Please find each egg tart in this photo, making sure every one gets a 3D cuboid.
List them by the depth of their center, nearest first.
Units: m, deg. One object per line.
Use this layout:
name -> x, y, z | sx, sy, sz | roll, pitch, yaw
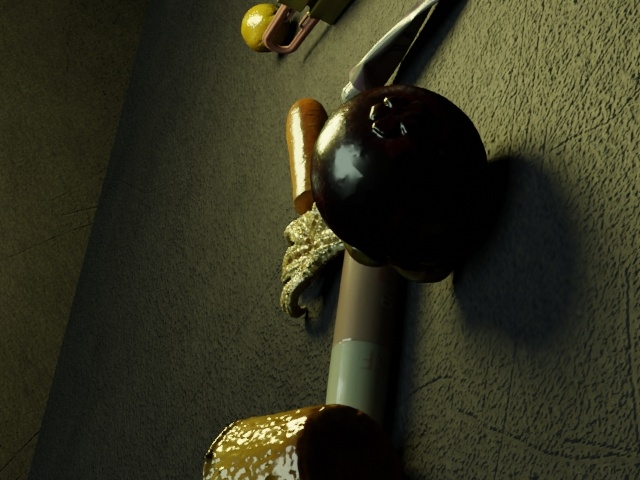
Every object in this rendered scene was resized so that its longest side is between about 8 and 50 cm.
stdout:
egg tart -> -0.011, 0.260, 1.456 | 0.147, 0.202, 0.202 | -36, 39, 44

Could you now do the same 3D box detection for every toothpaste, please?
toothpaste -> 0.120, -0.281, 1.795 | 0.301, 0.048, 0.075 | -47, 2, 38

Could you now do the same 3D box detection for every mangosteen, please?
mangosteen -> 0.084, -0.068, 1.492 | 0.210, 0.210, 0.210 | -54, 26, 42

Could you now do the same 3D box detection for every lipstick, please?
lipstick -> 0.052, 0.101, 1.598 | 0.070, 0.070, 0.254 | -42, 35, 56

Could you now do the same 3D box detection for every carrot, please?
carrot -> -0.015, -0.129, 2.005 | 0.067, 0.067, 0.225 | -56, 27, 39

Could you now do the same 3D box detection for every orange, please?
orange -> -0.095, -0.375, 2.417 | 0.095, 0.085, 0.085 | -36, 40, 48

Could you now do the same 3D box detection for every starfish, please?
starfish -> -0.002, 0.000, 1.856 | 0.238, 0.071, 0.216 | -1, 77, 63

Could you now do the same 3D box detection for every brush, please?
brush -> -0.029, -0.370, 2.207 | 0.233, 0.103, 0.047 | 135, 150, -55
